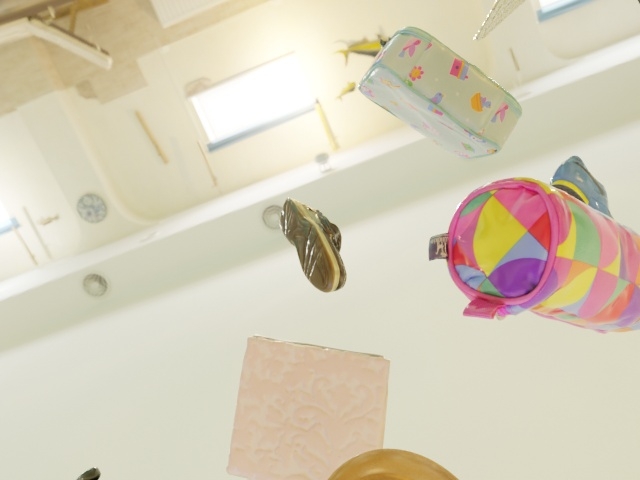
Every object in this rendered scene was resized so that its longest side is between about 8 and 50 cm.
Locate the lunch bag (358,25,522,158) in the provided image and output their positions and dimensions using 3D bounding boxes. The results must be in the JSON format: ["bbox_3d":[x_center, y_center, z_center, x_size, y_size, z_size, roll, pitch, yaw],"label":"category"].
[{"bbox_3d":[0.206,-0.262,1.047,0.108,0.279,0.224,-57,-173,0],"label":"lunch bag"}]

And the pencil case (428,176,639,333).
[{"bbox_3d":[0.195,0.022,0.461,0.236,0.105,0.104,12,172,-40],"label":"pencil case"}]

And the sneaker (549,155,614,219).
[{"bbox_3d":[0.438,-0.045,0.914,0.082,0.209,0.069,-52,-156,-22],"label":"sneaker"}]

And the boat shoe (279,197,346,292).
[{"bbox_3d":[0.000,0.000,0.620,0.049,0.056,0.152,3,-146,-26],"label":"boat shoe"}]

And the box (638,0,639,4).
[{"bbox_3d":[0.605,-0.449,1.036,0.045,0.184,0.191,-23,-141,43],"label":"box"}]

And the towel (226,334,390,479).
[{"bbox_3d":[-0.025,0.381,1.239,0.331,0.317,0.053,7,178,15],"label":"towel"}]

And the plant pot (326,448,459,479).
[{"bbox_3d":[0.091,0.341,0.605,0.236,0.236,0.032,-41,165,-45],"label":"plant pot"}]

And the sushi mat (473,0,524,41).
[{"bbox_3d":[0.321,-0.402,0.911,0.151,0.019,0.316,-42,180,11],"label":"sushi mat"}]

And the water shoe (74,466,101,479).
[{"bbox_3d":[-0.142,0.235,0.422,0.080,0.203,0.073,-34,-129,-13],"label":"water shoe"}]
